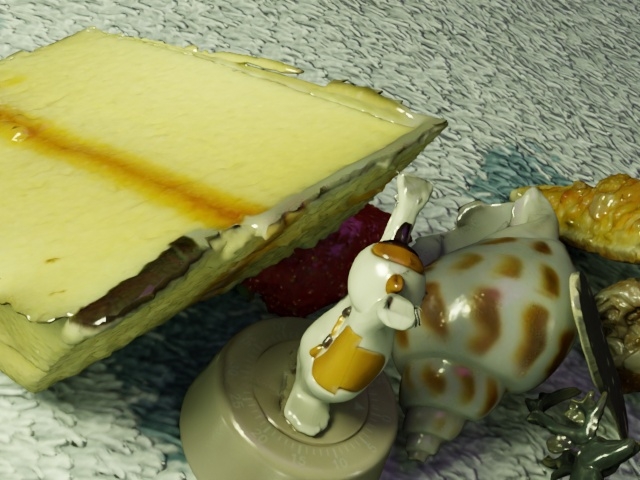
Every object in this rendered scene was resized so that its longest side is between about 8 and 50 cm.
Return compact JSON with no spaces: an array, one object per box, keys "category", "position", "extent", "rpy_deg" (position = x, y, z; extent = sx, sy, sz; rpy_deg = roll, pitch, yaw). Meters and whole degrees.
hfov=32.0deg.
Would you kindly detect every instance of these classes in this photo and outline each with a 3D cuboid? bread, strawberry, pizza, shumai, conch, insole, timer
[{"category":"bread","position":[-0.187,-0.077,0.870],"extent":[0.405,0.242,0.346],"rpy_deg":[44,63,8]},{"category":"strawberry","position":[0.000,0.000,1.028],"extent":[0.187,0.082,0.146],"rpy_deg":[-7,62,-14]},{"category":"pizza","position":[0.364,-0.013,1.158],"extent":[0.258,0.087,0.268],"rpy_deg":[10,4,-21]},{"category":"shumai","position":[0.335,0.098,1.108],"extent":[0.146,0.145,0.116],"rpy_deg":[0,69,-27]},{"category":"conch","position":[0.142,0.072,1.005],"extent":[0.275,0.183,0.148],"rpy_deg":[-37,102,-35]},{"category":"insole","position":[0.250,0.110,0.996],"extent":[0.011,0.248,0.081],"rpy_deg":[-10,49,20]},{"category":"timer","position":[0.012,0.085,0.840],"extent":[0.175,0.266,0.175],"rpy_deg":[14,46,-15]}]

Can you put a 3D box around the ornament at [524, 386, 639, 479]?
[{"category":"ornament","position":[0.175,0.213,0.915],"extent":[0.080,0.202,0.236],"rpy_deg":[56,22,-15]}]
